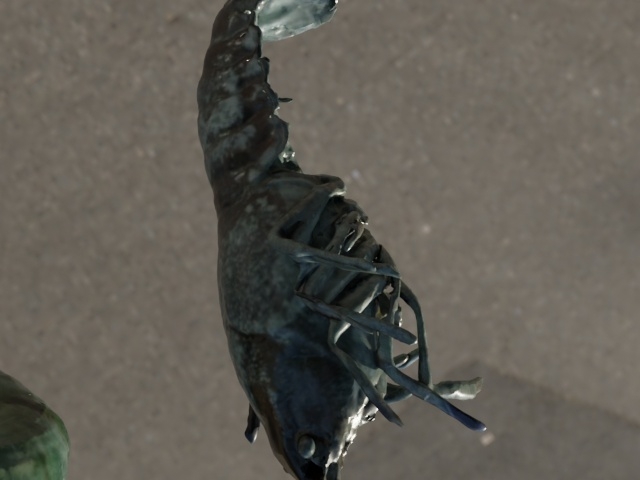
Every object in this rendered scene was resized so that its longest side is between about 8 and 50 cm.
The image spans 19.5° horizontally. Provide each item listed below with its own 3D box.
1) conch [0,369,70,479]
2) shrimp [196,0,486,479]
[{"bbox_3d":[-0.303,0.174,1.435,0.220,0.277,0.195,-3,170,-18],"label":"conch"},{"bbox_3d":[-0.003,0.004,1.253,0.166,0.410,0.221,-18,165,-12],"label":"shrimp"}]
